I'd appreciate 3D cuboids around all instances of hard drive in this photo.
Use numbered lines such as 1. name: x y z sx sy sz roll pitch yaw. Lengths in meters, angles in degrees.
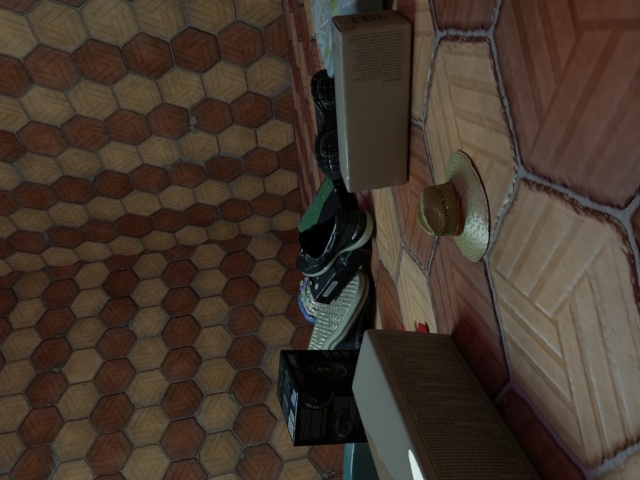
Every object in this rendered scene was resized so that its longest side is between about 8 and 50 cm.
1. hard drive: 0.029 -0.013 1.486 0.236 0.064 0.338 -56 33 33

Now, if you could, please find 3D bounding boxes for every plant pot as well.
1. plant pot: 0.149 0.614 1.398 0.165 0.166 0.234 133 135 -84

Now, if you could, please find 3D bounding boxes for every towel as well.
1. towel: 0.034 -0.514 0.965 0.374 0.090 0.320 -152 52 -83

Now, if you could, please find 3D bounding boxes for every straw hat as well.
1. straw hat: 0.155 -0.039 0.642 0.144 0.061 0.144 171 90 -84

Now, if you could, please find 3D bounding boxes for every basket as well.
1. basket: 0.020 0.229 1.811 0.254 0.201 0.288 -113 24 -65

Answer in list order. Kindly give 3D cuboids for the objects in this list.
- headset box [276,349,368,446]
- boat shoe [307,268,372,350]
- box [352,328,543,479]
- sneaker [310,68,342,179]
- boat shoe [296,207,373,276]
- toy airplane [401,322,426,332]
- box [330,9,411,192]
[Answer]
1. headset box: 0.054 0.369 1.220 0.246 0.283 0.131 -141 55 -74
2. boat shoe: 0.081 0.267 1.555 0.186 0.156 0.500 -101 20 -45
3. box: 0.149 0.256 0.664 0.311 0.148 0.121 -107 25 -64
4. sneaker: 0.035 -0.309 1.369 0.130 0.109 0.286 -56 -36 -83
5. boat shoe: 0.000 0.004 1.334 0.340 0.113 0.127 -29 51 56
6. toy airplane: 0.184 0.212 0.961 0.151 0.028 0.151 169 90 -85
7. box: 0.083 -0.222 0.831 0.094 0.113 0.275 -105 9 -52
